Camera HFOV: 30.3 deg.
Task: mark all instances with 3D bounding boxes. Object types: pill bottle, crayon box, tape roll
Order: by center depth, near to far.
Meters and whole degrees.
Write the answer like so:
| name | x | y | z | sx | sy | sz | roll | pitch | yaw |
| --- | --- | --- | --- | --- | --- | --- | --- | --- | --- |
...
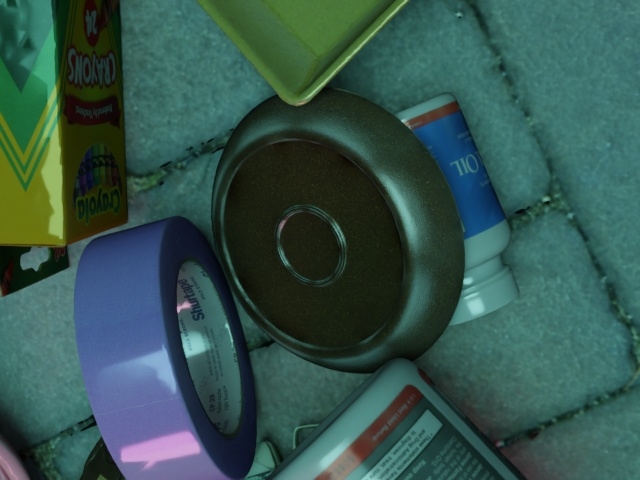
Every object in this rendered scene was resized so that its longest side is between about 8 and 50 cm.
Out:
| name | x | y | z | sx | sy | sz | roll | pitch | yaw |
| --- | --- | --- | --- | --- | --- | --- | --- | --- | --- |
| pill bottle | 0.130 | 0.308 | 1.144 | 0.210 | 0.210 | 0.363 | -45 | 86 | 11 |
| tape roll | -0.150 | 0.117 | 1.201 | 0.090 | 0.275 | 0.275 | -14 | 95 | 9 |
| pill bottle | 0.122 | -0.030 | 1.220 | 0.124 | 0.124 | 0.221 | -23 | 95 | 10 |
| crayon box | -0.270 | -0.112 | 1.228 | 0.081 | 0.202 | 0.318 | 1 | 98 | 8 |

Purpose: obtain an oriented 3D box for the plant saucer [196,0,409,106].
| name | x | y | z | sx | sy | sz | roll | pitch | yaw |
| --- | --- | --- | --- | --- | --- | --- | --- | --- | --- |
| plant saucer | 0.002 | -0.352 | 1.189 | 0.333 | 0.081 | 0.333 | -44 | 73 | 11 |

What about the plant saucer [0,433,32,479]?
| name | x | y | z | sx | sy | sz | roll | pitch | yaw |
| --- | --- | --- | --- | --- | --- | --- | --- | --- | --- |
| plant saucer | -0.485 | 0.316 | 1.322 | 0.332 | 0.084 | 0.332 | -6 | 110 | -17 |

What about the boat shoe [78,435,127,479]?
| name | x | y | z | sx | sy | sz | roll | pitch | yaw |
| --- | --- | --- | --- | --- | --- | --- | --- | --- | --- |
| boat shoe | -0.248 | 0.319 | 1.323 | 0.257 | 0.095 | 0.095 | -50 | 54 | 2 |

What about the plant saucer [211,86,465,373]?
| name | x | y | z | sx | sy | sz | roll | pitch | yaw |
| --- | --- | --- | --- | --- | --- | --- | --- | --- | --- |
| plant saucer | 0.000 | 0.000 | 1.209 | 0.310 | 0.050 | 0.310 | 13 | 115 | 30 |

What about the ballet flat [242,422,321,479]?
| name | x | y | z | sx | sy | sz | roll | pitch | yaw |
| --- | --- | --- | --- | --- | --- | --- | --- | --- | --- |
| ballet flat | -0.023 | 0.249 | 1.310 | 0.221 | 0.077 | 0.079 | -24 | 75 | 6 |
